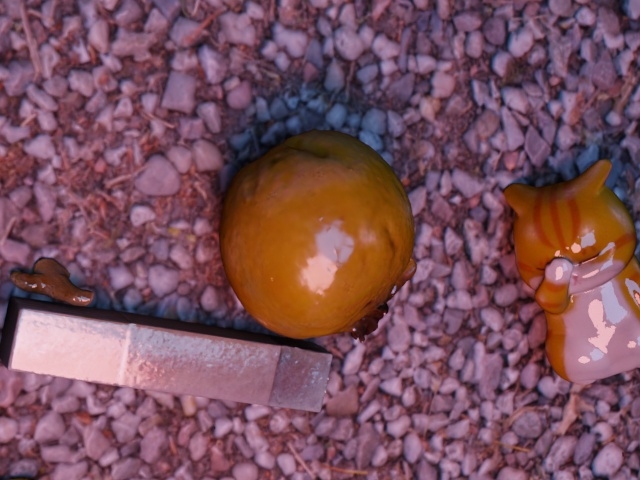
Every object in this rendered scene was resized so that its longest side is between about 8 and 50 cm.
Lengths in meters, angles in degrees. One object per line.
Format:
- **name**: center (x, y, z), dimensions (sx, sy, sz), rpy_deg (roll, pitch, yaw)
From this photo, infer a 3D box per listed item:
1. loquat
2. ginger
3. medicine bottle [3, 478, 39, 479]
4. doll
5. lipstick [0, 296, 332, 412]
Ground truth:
- **loquat**: center (0.000, 0.000, 1.574), dimensions (0.243, 0.244, 0.244), rpy_deg (-3, 99, -21)
- **ginger**: center (-0.296, 0.048, 1.566), dimensions (0.097, 0.048, 0.030), rpy_deg (16, 134, 4)
- **medicine bottle**: center (-0.337, 0.382, 1.550), dimensions (0.121, 0.122, 0.213), rpy_deg (-11, 102, -20)
- **doll**: center (0.337, 0.051, 1.751), dimensions (0.166, 0.162, 0.270), rpy_deg (-19, 113, 13)
- **lipstick**: center (-0.173, 0.131, 1.602), dimensions (0.371, 0.080, 0.076), rpy_deg (11, 95, -22)
